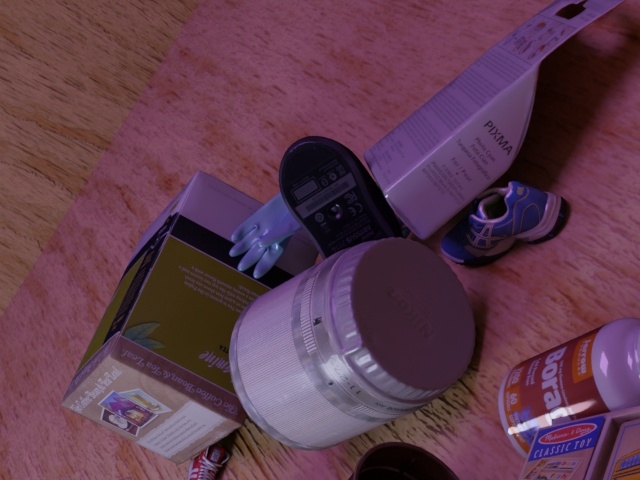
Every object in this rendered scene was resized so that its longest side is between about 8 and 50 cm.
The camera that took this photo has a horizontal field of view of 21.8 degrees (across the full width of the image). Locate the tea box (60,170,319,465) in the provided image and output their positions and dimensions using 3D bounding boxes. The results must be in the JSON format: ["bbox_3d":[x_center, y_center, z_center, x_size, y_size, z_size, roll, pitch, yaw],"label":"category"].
[{"bbox_3d":[-0.196,0.123,2.463,0.323,0.220,0.329,-65,11,-24],"label":"tea box"}]

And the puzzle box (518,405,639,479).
[{"bbox_3d":[0.326,0.244,1.471,0.409,0.052,0.272,-21,30,42],"label":"puzzle box"}]

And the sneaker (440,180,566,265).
[{"bbox_3d":[0.217,-0.029,2.104,0.211,0.081,0.080,-29,39,51],"label":"sneaker"}]

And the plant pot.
[{"bbox_3d":[0.067,0.342,1.885,0.165,0.167,0.167,-49,24,39],"label":"plant pot"}]

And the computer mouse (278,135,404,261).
[{"bbox_3d":[0.038,-0.017,2.266,0.188,0.272,0.072,-27,-2,23],"label":"computer mouse"}]

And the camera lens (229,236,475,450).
[{"bbox_3d":[0.033,0.133,2.098,0.274,0.219,0.219,-30,37,47],"label":"camera lens"}]

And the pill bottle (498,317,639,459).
[{"bbox_3d":[0.293,0.150,1.697,0.216,0.121,0.121,-32,35,46],"label":"pill bottle"}]

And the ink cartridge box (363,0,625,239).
[{"bbox_3d":[0.238,-0.178,2.192,0.385,0.091,0.308,-38,11,5],"label":"ink cartridge box"}]

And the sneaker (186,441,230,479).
[{"bbox_3d":[-0.166,0.345,2.455,0.067,0.042,0.118,-51,23,25],"label":"sneaker"}]

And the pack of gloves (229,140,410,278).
[{"bbox_3d":[0.000,0.000,2.317,0.232,0.195,0.046,-41,-13,-5],"label":"pack of gloves"}]
